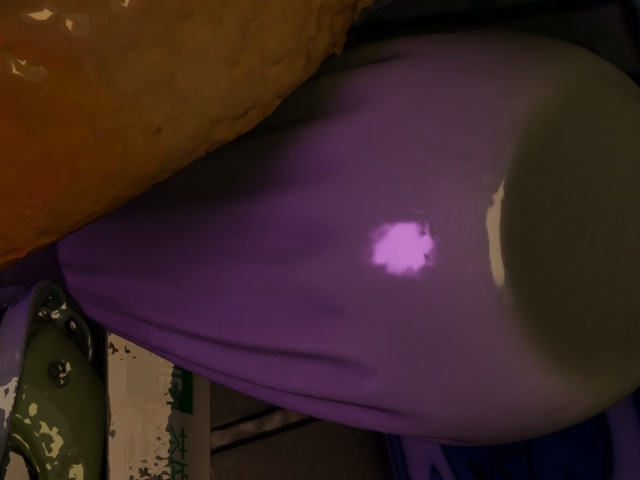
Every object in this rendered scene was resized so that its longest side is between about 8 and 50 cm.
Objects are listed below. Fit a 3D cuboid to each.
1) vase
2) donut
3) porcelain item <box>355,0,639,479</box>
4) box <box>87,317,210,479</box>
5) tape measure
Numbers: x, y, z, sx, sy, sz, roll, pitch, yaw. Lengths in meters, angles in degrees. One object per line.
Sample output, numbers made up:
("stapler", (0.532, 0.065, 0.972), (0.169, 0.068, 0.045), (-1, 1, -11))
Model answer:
("vase", (0.000, 0.000, 0.559), (0.128, 0.248, 0.128), (1, 88, -41))
("donut", (-0.107, -0.087, 0.534), (0.303, 0.303, 0.110), (-39, 120, -21))
("porcelain item", (0.134, 0.024, 0.656), (0.157, 0.286, 0.281), (-17, 103, -29))
("box", (-0.071, 0.083, 0.688), (0.050, 0.041, 0.207), (-1, 92, -24))
("tape measure", (-0.150, 0.101, 0.621), (0.154, 0.087, 0.177), (4, 89, -28))
